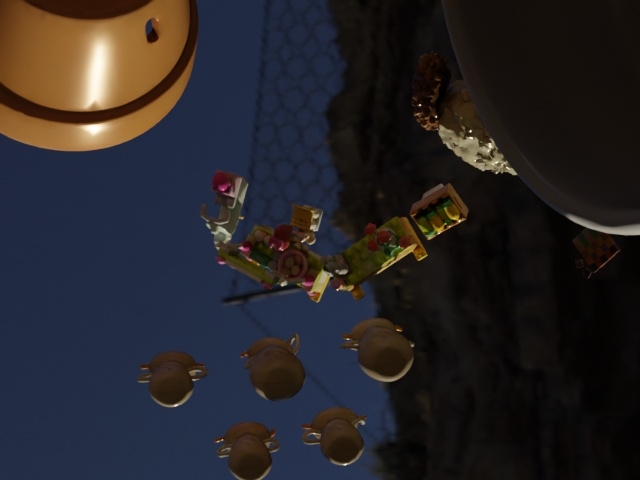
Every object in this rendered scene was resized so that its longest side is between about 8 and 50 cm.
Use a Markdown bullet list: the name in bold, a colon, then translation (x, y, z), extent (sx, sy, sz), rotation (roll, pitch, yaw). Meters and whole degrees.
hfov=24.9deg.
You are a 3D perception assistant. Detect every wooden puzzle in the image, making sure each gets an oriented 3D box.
- **wooden puzzle**: translation (0.336, 0.006, 1.766), extent (0.006, 0.083, 0.049), rotation (-15, -114, -41)

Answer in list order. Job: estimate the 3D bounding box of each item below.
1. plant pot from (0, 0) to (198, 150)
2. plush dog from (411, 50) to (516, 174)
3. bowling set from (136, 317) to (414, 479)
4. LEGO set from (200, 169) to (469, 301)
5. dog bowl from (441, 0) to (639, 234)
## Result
- **plant pot**: translation (-0.262, -0.267, 1.542), extent (0.291, 0.203, 0.291), rotation (5, -113, -12)
- **plush dog**: translation (0.217, -0.129, 1.434), extent (0.262, 0.225, 0.210), rotation (22, -113, -27)
- **bowling set**: translation (-0.039, 0.193, 1.485), extent (0.287, 0.154, 0.200), rotation (-4, -82, -5)
- **LEGO set**: translation (0.000, 0.000, 1.467), extent (0.107, 0.287, 0.132), rotation (2, -88, -64)
- **dog bowl**: translation (0.149, -0.140, 0.601), extent (0.104, 0.265, 0.265), rotation (-10, -91, -21)
